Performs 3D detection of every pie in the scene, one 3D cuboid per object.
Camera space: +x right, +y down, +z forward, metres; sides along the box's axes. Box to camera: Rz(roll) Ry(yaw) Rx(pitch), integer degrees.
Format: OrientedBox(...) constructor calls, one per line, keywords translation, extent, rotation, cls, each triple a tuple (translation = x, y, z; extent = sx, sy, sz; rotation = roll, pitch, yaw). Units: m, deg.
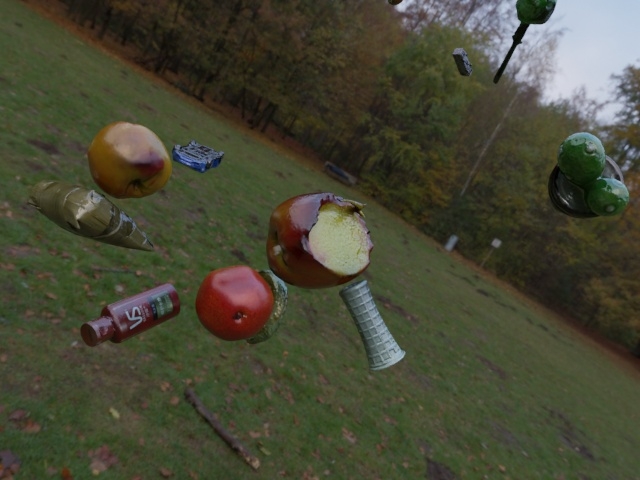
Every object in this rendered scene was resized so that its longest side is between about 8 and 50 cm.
OrientedBox(translation=(-0.239, 0.250, 1.809), extent=(0.067, 0.302, 0.302), rotation=(22, 13, -44), cls="pie")

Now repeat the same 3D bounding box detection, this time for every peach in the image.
OrientedBox(translation=(-0.339, -0.144, 0.842), extent=(0.138, 0.138, 0.138), rotation=(30, 10, -6), cls="peach")
OrientedBox(translation=(-0.022, 0.004, 1.643), extent=(0.310, 0.335, 0.406), rotation=(-10, 1, 39), cls="peach")

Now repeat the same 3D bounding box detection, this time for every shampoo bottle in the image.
OrientedBox(translation=(-0.559, 0.224, 1.421), extent=(0.076, 0.118, 0.314), rotation=(-4, 10, 29), cls="shampoo bottle")

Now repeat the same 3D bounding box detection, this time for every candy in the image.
OrientedBox(translation=(0.520, -0.532, 1.255), extent=(0.097, 0.097, 0.323), rotation=(33, -22, 11), cls="candy")

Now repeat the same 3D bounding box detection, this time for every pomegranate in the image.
OrientedBox(translation=(-0.251, 0.172, 1.377), extent=(0.221, 0.221, 0.256), rotation=(26, 18, -27), cls="pomegranate")

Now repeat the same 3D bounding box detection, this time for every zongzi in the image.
OrientedBox(translation=(-0.403, -0.039, 0.840), extent=(0.160, 0.078, 0.176), rotation=(21, -13, 26), cls="zongzi")

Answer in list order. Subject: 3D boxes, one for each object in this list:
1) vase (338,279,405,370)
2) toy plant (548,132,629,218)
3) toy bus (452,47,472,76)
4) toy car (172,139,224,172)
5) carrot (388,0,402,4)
OrientedBox(translation=(0.175, 0.293, 1.671), extent=(0.298, 0.143, 0.143), rotation=(65, 12, 0), cls="vase")
OrientedBox(translation=(0.674, -0.154, 1.199), extent=(0.218, 0.175, 0.235), rotation=(60, 7, 11), cls="toy plant")
OrientedBox(translation=(0.580, -0.727, 1.932), extent=(0.052, 0.037, 0.131), rotation=(17, -15, 39), cls="toy bus")
OrientedBox(translation=(-0.328, -0.216, 1.260), extent=(0.103, 0.063, 0.216), rotation=(23, 18, -4), cls="toy car")
OrientedBox(translation=(0.314, -0.912, 1.657), extent=(0.062, 0.271, 0.066), rotation=(24, -24, 29), cls="carrot")
